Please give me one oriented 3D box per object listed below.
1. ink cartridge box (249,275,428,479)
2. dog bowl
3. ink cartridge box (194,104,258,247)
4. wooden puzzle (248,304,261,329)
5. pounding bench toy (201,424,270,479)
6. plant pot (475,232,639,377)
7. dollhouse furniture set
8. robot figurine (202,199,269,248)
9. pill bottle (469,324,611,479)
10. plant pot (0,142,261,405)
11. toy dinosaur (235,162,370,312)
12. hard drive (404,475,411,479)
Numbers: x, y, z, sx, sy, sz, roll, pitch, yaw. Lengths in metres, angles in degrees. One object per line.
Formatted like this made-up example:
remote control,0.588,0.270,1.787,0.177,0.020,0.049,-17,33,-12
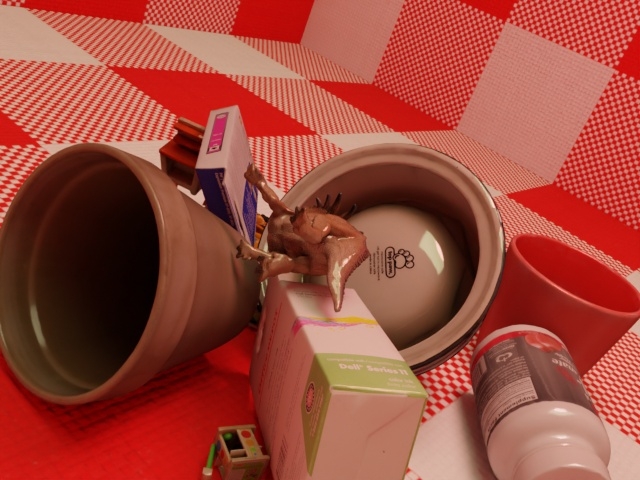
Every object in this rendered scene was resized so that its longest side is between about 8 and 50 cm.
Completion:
ink cartridge box,0.000,0.186,0.874,0.119,0.207,0.353,7,18,-17
dog bowl,0.104,0.048,1.124,0.408,0.408,0.150,39,-9,32
ink cartridge box,-0.162,-0.099,1.212,0.069,0.176,0.371,-13,30,1
wooden puzzle,-0.128,0.124,1.182,0.116,0.014,0.078,19,25,-5
pounding bench toy,-0.119,0.271,0.850,0.083,0.052,0.065,5,30,-32
plant pot,0.440,0.156,1.305,0.274,0.243,0.275,17,25,-8
dollhouse furniture set,-0.311,-0.107,1.263,0.262,0.135,0.259,25,45,11
robot figurine,-0.124,-0.013,1.374,0.291,0.085,0.211,34,27,23
pill bottle,0.340,0.285,1.047,0.176,0.176,0.318,19,25,-6
plant pot,-0.238,0.056,0.942,0.323,0.323,0.280,38,12,30
toy dinosaur,0.000,0.000,0.938,0.200,0.127,0.295,15,13,-36
hard drive,0.038,0.373,0.788,0.307,0.040,0.203,-8,38,-47
